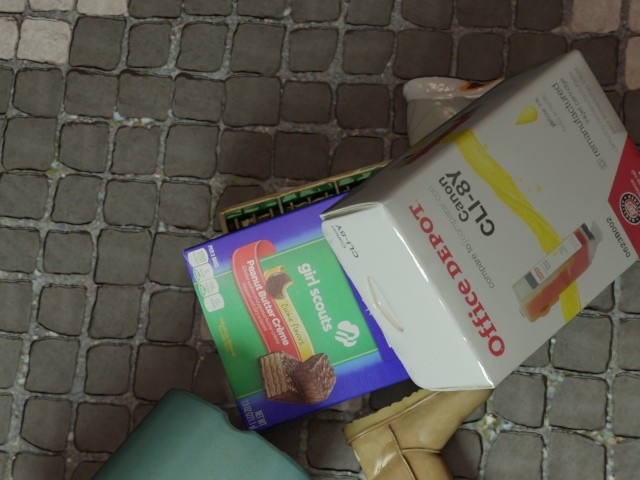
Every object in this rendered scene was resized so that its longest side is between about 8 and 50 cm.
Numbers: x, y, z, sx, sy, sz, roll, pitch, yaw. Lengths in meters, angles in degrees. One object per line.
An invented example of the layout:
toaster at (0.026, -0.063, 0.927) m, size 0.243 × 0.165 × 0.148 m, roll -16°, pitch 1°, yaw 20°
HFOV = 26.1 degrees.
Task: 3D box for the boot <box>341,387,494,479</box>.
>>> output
boot at (0.177, 0.331, 1.842) m, size 0.236 × 0.089 × 0.269 m, roll -27°, pitch 74°, yaw 10°

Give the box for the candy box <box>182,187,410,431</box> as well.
candy box at (0.009, 0.083, 1.871) m, size 0.317 × 0.122 × 0.268 m, roll -20°, pitch 92°, yaw 1°

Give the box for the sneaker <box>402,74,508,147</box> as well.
sneaker at (0.247, -0.167, 1.965) m, size 0.262 × 0.099 × 0.121 m, roll 1°, pitch 83°, yaw 15°

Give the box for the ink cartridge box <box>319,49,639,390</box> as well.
ink cartridge box at (0.234, -0.023, 1.770) m, size 0.384 × 0.160 × 0.279 m, roll -37°, pitch 101°, yaw -27°

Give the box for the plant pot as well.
plant pot at (-0.187, 0.392, 1.758) m, size 0.341 × 0.341 × 0.334 m, roll 31°, pitch 73°, yaw 13°

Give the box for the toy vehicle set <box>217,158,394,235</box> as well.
toy vehicle set at (0.000, 0.000, 1.971) m, size 0.267 × 0.035 × 0.166 m, roll -17°, pitch 74°, yaw 2°
